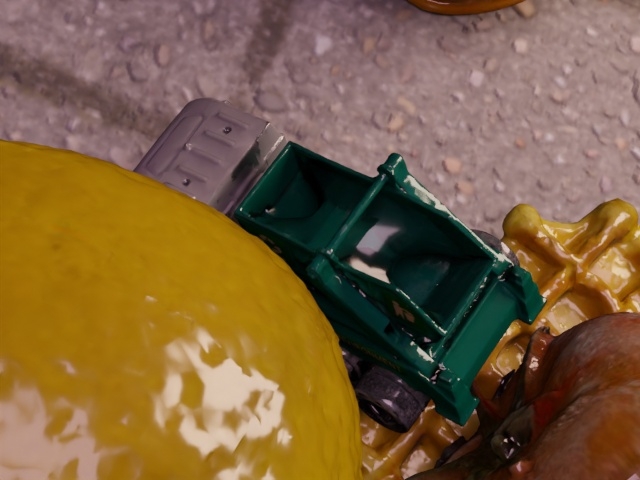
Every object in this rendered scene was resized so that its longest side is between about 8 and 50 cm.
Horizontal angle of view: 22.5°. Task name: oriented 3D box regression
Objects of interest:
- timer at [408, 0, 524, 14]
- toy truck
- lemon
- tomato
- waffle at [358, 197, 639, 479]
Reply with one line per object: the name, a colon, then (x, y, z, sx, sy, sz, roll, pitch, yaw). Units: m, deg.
timer: (0.112, -0.261, 0.884, 0.233, 0.240, 0.233, 2, 74, -8)
toy truck: (0.000, 0.000, 0.829, 0.216, 0.116, 0.110, 26, 67, 28)
lemon: (-0.145, 0.107, 0.713, 0.336, 0.336, 0.336, 2, 75, -8)
tomato: (0.139, 0.135, 0.769, 0.181, 0.155, 0.214, 37, 73, 0)
waffle: (0.136, 0.117, 0.881, 0.309, 0.065, 0.283, 0, 76, -5)
